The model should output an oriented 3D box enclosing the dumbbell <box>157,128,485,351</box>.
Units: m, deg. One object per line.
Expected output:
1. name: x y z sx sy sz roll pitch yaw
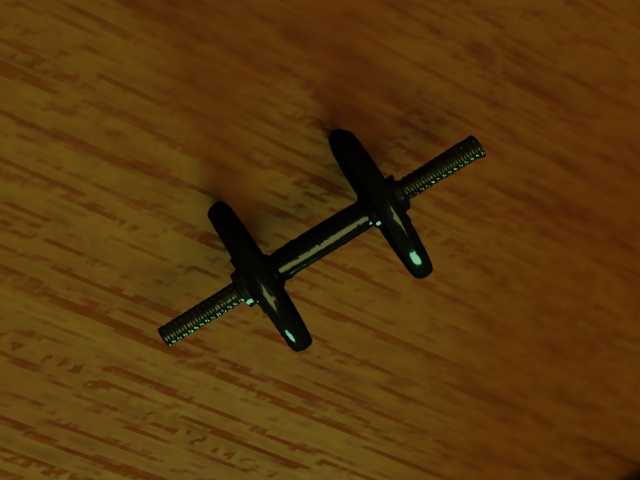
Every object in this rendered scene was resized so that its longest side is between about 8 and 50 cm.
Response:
1. dumbbell: 0.000 0.000 0.643 0.147 0.069 0.069 -32 120 -1
